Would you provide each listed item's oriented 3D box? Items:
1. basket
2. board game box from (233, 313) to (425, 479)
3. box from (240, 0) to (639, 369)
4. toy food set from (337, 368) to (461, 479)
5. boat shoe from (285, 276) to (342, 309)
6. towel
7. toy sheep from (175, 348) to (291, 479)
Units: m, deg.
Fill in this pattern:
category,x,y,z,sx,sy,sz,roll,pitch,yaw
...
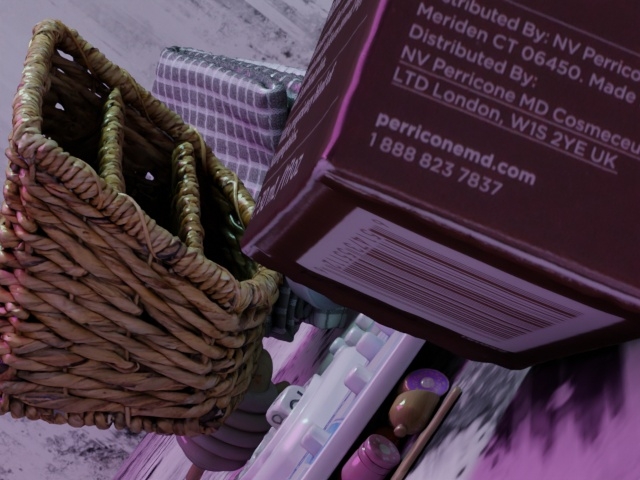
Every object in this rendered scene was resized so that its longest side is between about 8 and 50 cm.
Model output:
category,x,y,z,sx,sy,sz,roll,pitch,yaw
basket,-0.130,-0.018,1.186,0.299,0.213,0.223,-104,23,-68
board game box,-0.026,0.116,0.962,0.390,0.050,0.390,-54,0,-9
box,0.106,-0.155,0.596,0.191,0.143,0.381,138,154,-76
toy food set,0.031,0.098,0.791,0.078,0.019,0.122,-54,3,-17
boat shoe,0.051,-0.076,1.247,0.306,0.105,0.113,-54,-35,-21
towel,-0.073,-0.049,1.423,0.283,0.121,0.235,21,102,57
toy sheep,-0.075,0.144,1.276,0.091,0.091,0.132,-64,-2,-74
